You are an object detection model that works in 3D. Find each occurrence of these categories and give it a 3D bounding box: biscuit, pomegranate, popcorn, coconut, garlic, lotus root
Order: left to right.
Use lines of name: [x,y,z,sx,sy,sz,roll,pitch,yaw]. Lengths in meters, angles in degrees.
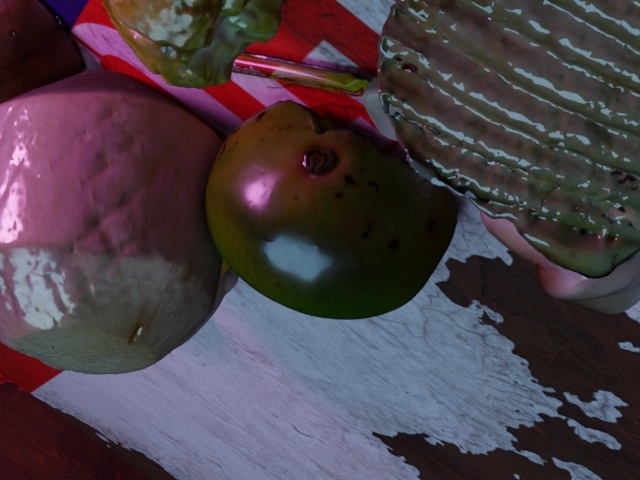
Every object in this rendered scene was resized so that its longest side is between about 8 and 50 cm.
lotus root: [-0.485,-0.250,1.886,0.272,0.192,0.272,30,151,18]
coconut: [-0.294,-0.039,1.798,0.344,0.415,0.415,-4,146,11]
popcorn: [-0.140,-0.267,1.432,0.204,0.183,0.221,62,161,10]
biscuit: [-0.051,-0.203,1.627,0.292,0.026,0.048,15,170,34]
pomegranate: [0.000,0.000,1.715,0.309,0.216,0.358,22,155,13]
garlic: [0.277,-0.001,1.520,0.217,0.110,0.228,35,156,2]

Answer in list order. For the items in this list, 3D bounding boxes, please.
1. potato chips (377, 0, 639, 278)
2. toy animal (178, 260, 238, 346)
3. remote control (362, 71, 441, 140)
potato chips: [0.252,-0.141,1.282,0.389,0.097,0.373,39,139,-10]
toy animal: [-0.276,0.025,2.124,0.247,0.277,0.345,45,-169,14]
remote control: [0.156,-0.147,1.447,0.230,0.049,0.090,2,141,35]
